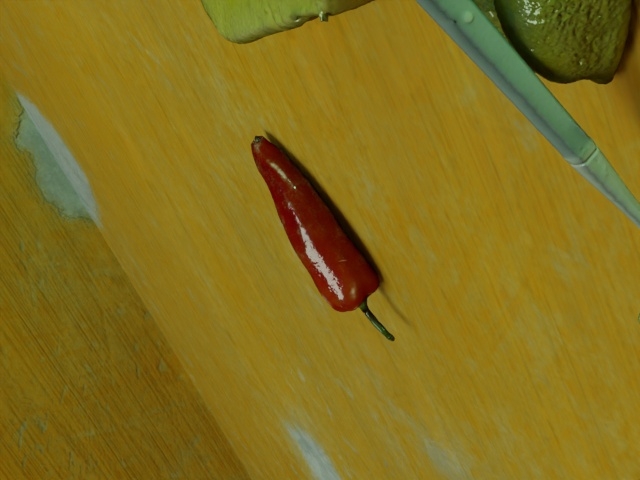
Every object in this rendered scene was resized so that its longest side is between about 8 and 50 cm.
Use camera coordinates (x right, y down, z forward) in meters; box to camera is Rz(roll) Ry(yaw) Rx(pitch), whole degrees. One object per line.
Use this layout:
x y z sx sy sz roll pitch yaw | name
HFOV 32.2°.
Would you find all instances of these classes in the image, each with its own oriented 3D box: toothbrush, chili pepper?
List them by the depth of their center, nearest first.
0.137 -0.069 0.649 0.342 0.025 0.030 42 174 -26 | toothbrush
0.000 0.000 1.210 0.272 0.063 0.071 57 149 -1 | chili pepper

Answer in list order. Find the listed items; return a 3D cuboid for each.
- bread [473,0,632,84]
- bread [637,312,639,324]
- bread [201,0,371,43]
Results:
0.106 -0.169 0.637 0.149 0.065 0.188 45 162 40 | bread
0.267 0.068 0.618 0.152 0.127 0.147 5 131 44 | bread
-0.016 -0.210 0.819 0.245 0.094 0.102 5 119 66 | bread
